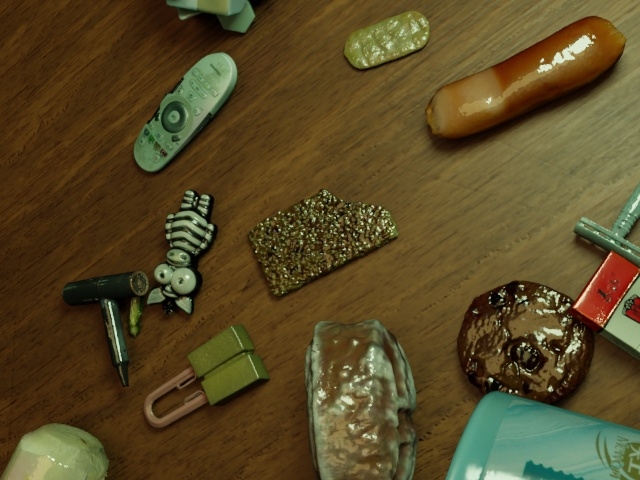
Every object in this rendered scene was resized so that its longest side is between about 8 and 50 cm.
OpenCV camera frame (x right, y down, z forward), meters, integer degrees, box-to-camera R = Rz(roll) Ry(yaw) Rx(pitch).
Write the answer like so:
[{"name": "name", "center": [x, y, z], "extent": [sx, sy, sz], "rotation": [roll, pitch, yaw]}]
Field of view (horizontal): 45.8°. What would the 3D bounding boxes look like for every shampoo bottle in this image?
[{"name": "shampoo bottle", "center": [0.323, 0.381, 0.903], "extent": [0.342, 0.331, 0.331], "rotation": [14, 88, 23]}]

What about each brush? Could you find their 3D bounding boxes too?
[{"name": "brush", "center": [-0.206, 0.241, 1.263], "extent": [0.233, 0.047, 0.103], "rotation": [-32, 74, 14]}]

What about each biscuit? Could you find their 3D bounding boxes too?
[{"name": "biscuit", "center": [-0.001, -0.012, 1.231], "extent": [0.237, 0.026, 0.131], "rotation": [-28, 76, 16]}, {"name": "biscuit", "center": [0.108, -0.326, 1.235], "extent": [0.147, 0.018, 0.071], "rotation": [-16, 79, 18]}, {"name": "biscuit", "center": [0.293, 0.149, 1.092], "extent": [0.192, 0.049, 0.192], "rotation": [-4, 78, 16]}]

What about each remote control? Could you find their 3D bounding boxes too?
[{"name": "remote control", "center": [-0.239, -0.225, 1.337], "extent": [0.256, 0.045, 0.097], "rotation": [-43, 70, 13]}]

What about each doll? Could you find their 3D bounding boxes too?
[{"name": "doll", "center": [-0.233, 0.023, 1.290], "extent": [0.091, 0.067, 0.219], "rotation": [14, 90, 10]}]

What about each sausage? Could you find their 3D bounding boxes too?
[{"name": "sausage", "center": [0.299, -0.233, 1.121], "extent": [0.300, 0.083, 0.089], "rotation": [-24, 82, 19]}]

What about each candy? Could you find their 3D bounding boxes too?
[{"name": "candy", "center": [0.060, 0.254, 1.075], "extent": [0.157, 0.214, 0.290], "rotation": [-8, 81, 13]}]

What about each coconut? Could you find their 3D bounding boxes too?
[{"name": "coconut", "center": [-0.448, 0.409, 1.272], "extent": [0.171, 0.171, 0.183], "rotation": [19, 87, 21]}]

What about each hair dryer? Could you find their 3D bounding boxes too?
[{"name": "hair dryer", "center": [-0.374, 0.158, 1.322], "extent": [0.173, 0.050, 0.195], "rotation": [-9, 81, 32]}]

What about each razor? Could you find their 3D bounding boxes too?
[{"name": "razor", "center": [0.464, -0.081, 1.060], "extent": [0.106, 0.068, 0.232], "rotation": [34, 89, 19]}]

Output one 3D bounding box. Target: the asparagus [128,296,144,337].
[{"name": "asparagus", "center": [-0.322, 0.117, 1.334], "extent": [0.025, 0.021, 0.108], "rotation": [4, 85, 19]}]

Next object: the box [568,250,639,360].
[{"name": "box", "center": [0.432, 0.099, 1.031], "extent": [0.152, 0.048, 0.100], "rotation": [36, 79, 12]}]

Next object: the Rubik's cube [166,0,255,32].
[{"name": "Rubik's cube", "center": [-0.166, -0.470, 1.262], "extent": [0.224, 0.213, 0.265], "rotation": [-26, 64, 0]}]
